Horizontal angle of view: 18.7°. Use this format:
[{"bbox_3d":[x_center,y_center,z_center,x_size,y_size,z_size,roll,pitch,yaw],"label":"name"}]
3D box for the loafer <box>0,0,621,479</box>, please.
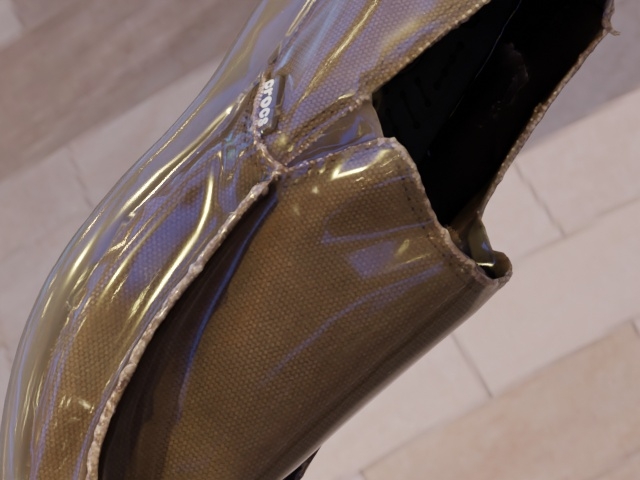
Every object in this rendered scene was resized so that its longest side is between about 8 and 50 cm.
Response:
[{"bbox_3d":[0.000,0.000,0.778,0.130,0.134,0.366,19,77,42],"label":"loafer"}]
